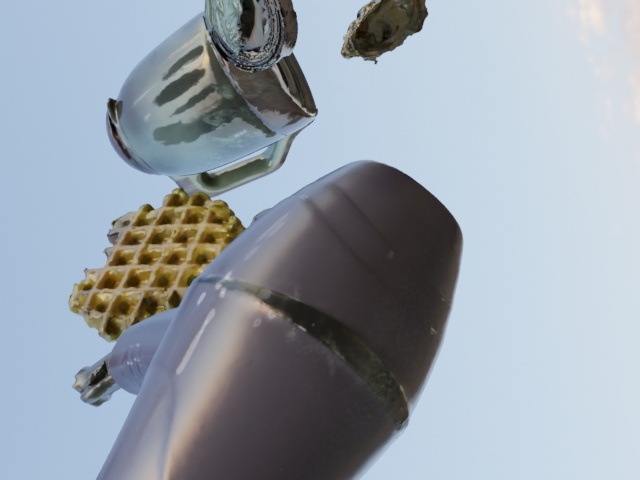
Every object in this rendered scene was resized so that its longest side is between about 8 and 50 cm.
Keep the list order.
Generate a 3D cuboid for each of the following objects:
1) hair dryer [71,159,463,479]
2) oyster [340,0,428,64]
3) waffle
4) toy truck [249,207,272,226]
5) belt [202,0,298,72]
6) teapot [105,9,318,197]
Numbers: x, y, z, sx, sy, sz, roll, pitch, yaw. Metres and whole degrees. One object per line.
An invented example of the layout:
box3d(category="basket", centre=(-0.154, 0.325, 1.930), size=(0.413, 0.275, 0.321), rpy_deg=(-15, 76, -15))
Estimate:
box3d(category="hair dryer", centre=(-0.091, 0.105, 0.538), size=(0.121, 0.361, 0.301), rpy_deg=(42, -110, -16))
box3d(category="oyster", centre=(0.093, -0.320, 1.379), size=(0.177, 0.056, 0.105), rpy_deg=(-49, -29, -13))
box3d(category="waffle", centre=(-0.225, 0.029, 1.296), size=(0.291, 0.291, 0.051), rpy_deg=(-68, -31, -42))
box3d(category="toy truck", centre=(0.000, 0.000, 1.163), size=(0.074, 0.202, 0.088), rpy_deg=(46, -129, -48))
box3d(category="belt", centre=(-0.085, -0.276, 1.166), size=(0.058, 0.105, 0.140), rpy_deg=(-54, -46, -60))
box3d(category="teapot", centre=(-0.173, -0.199, 1.535), size=(0.315, 0.312, 0.233), rpy_deg=(46, -157, -45))
